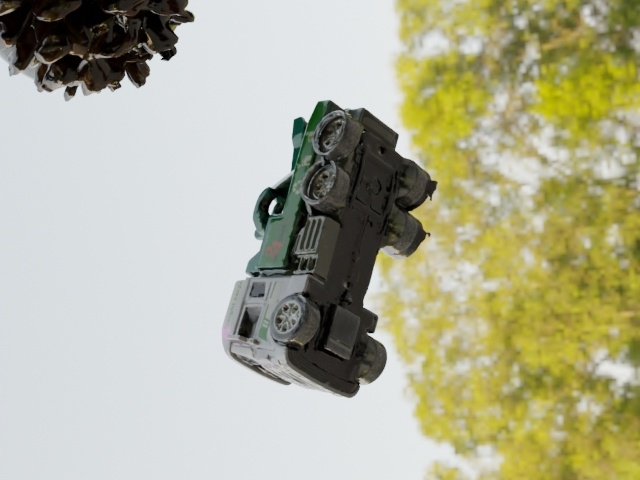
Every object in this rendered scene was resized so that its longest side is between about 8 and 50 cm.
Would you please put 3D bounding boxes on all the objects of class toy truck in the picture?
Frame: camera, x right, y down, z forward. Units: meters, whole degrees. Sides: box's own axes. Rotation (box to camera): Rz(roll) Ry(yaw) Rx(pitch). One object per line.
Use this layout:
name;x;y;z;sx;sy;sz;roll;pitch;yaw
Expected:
toy truck;0.005;0.001;1.529;0.176;0.178;0.363;31;-117;-40

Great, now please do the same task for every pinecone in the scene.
pinecone;-0.234;-0.257;1.165;0.224;0.224;0.272;-51;-49;-60

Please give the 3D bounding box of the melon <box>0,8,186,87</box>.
melon;-0.316;-0.339;1.725;0.249;0.329;0.248;22;-119;-46
